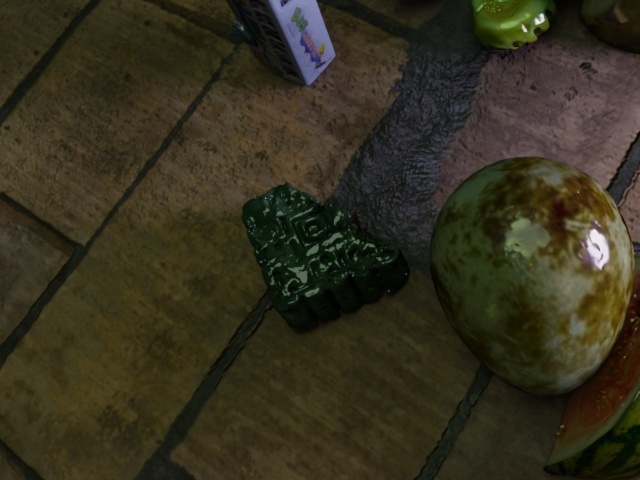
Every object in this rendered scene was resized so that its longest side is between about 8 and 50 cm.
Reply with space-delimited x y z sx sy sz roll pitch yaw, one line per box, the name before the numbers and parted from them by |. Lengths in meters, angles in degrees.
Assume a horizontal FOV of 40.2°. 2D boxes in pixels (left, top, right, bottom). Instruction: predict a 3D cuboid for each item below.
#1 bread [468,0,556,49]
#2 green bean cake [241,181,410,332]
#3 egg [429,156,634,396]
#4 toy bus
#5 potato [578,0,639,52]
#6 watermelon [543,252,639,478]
bread | 0.283 -0.344 1.304 0.130 0.071 0.139 -29 56 8
green bean cake | 0.000 0.000 1.235 0.194 0.107 0.208 -28 60 7
egg | 0.257 0.041 1.053 0.238 0.238 0.289 -18 81 12
toy bus | -0.072 -0.352 1.289 0.136 0.329 0.109 41 86 19
potato | 0.473 -0.363 1.141 0.270 0.255 0.112 -4 65 18
watermelon | 0.381 0.151 1.018 0.159 0.128 0.303 20 75 26
